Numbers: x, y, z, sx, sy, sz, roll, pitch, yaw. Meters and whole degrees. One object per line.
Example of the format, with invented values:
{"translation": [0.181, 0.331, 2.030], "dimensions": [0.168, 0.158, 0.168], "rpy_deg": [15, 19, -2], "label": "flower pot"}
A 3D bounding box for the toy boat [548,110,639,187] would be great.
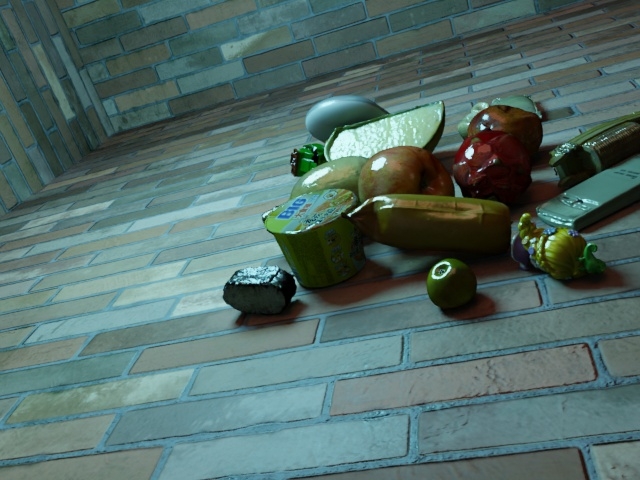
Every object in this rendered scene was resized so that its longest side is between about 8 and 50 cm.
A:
{"translation": [0.630, -0.204, 1.432], "dimensions": [0.310, 0.089, 0.115], "rpy_deg": [-24, 14, -11], "label": "toy boat"}

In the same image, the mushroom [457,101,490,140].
{"translation": [0.446, -0.314, 1.786], "dimensions": [0.148, 0.112, 0.148], "rpy_deg": [-16, 32, 11], "label": "mushroom"}

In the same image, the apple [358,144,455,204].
{"translation": [0.186, -0.104, 1.409], "dimensions": [0.209, 0.209, 0.164], "rpy_deg": [-38, 12, -37], "label": "apple"}

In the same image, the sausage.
{"translation": [0.204, -0.034, 1.274], "dimensions": [0.328, 0.112, 0.112], "rpy_deg": [5, 29, 11], "label": "sausage"}

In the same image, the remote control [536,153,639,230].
{"translation": [0.577, -0.096, 1.317], "dimensions": [0.285, 0.038, 0.123], "rpy_deg": [-27, 24, -14], "label": "remote control"}

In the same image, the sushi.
{"translation": [-0.124, 0.101, 1.338], "dimensions": [0.150, 0.090, 0.078], "rpy_deg": [-5, 31, 26], "label": "sushi"}

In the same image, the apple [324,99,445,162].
{"translation": [0.181, -0.255, 1.768], "dimensions": [0.346, 0.179, 0.254], "rpy_deg": [-15, 26, 14], "label": "apple"}

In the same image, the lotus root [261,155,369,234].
{"translation": [0.013, -0.093, 1.545], "dimensions": [0.310, 0.182, 0.183], "rpy_deg": [-22, 24, 1], "label": "lotus root"}

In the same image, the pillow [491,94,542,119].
{"translation": [0.569, -0.385, 1.917], "dimensions": [0.119, 0.053, 0.208], "rpy_deg": [-9, 25, 12], "label": "pillow"}

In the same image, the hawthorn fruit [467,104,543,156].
{"translation": [0.451, -0.259, 1.607], "dimensions": [0.179, 0.173, 0.173], "rpy_deg": [-11, 25, 19], "label": "hawthorn fruit"}

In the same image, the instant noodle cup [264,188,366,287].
{"translation": [0.000, 0.000, 1.388], "dimensions": [0.205, 0.153, 0.205], "rpy_deg": [-16, 22, 6], "label": "instant noodle cup"}

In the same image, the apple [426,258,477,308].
{"translation": [0.228, 0.077, 1.149], "dimensions": [0.090, 0.074, 0.089], "rpy_deg": [-32, 28, 20], "label": "apple"}

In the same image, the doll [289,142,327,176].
{"translation": [-0.003, -0.232, 1.952], "dimensions": [0.134, 0.106, 0.186], "rpy_deg": [24, 28, 37], "label": "doll"}

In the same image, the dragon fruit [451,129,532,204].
{"translation": [0.372, -0.156, 1.431], "dimensions": [0.172, 0.172, 0.209], "rpy_deg": [-9, 34, 22], "label": "dragon fruit"}

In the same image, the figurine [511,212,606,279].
{"translation": [0.403, 0.009, 1.119], "dimensions": [0.095, 0.115, 0.156], "rpy_deg": [-40, 31, -19], "label": "figurine"}

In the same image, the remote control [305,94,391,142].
{"translation": [0.103, -0.320, 1.876], "dimensions": [0.221, 0.103, 0.332], "rpy_deg": [-18, -23, 35], "label": "remote control"}
